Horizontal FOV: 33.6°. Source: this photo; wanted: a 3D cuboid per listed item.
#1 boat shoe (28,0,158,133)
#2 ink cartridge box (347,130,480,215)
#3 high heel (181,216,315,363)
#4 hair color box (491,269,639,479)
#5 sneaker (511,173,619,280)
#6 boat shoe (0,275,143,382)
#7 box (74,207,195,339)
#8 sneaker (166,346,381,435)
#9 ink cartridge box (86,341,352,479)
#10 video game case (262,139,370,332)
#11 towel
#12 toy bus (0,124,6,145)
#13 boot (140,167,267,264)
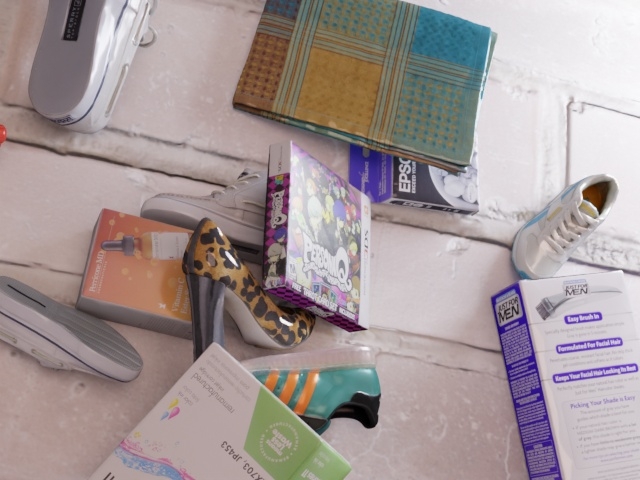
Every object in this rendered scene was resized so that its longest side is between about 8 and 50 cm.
[{"bbox_3d":[-0.293,-0.322,1.513,0.135,0.156,0.367,9,80,18],"label":"boat shoe"},{"bbox_3d":[0.147,-0.150,1.664,0.208,0.045,0.206,6,71,-16],"label":"ink cartridge box"},{"bbox_3d":[-0.083,0.056,1.428,0.261,0.093,0.186,-8,97,-56],"label":"high heel"},{"bbox_3d":[0.390,0.225,1.593,0.185,0.110,0.339,-4,76,-19],"label":"hair color box"},{"bbox_3d":[0.386,-0.024,1.681,0.087,0.092,0.229,43,66,-4],"label":"sneaker"},{"bbox_3d":[-0.341,0.131,1.388,0.226,0.083,0.076,32,110,2],"label":"boat shoe"},{"bbox_3d":[-0.233,0.048,1.439,0.170,0.091,0.130,14,69,-15],"label":"box"},{"bbox_3d":[-0.053,0.222,1.436,0.302,0.108,0.121,-6,73,-21],"label":"sneaker"},{"bbox_3d":[-0.162,0.325,1.257,0.207,0.119,0.353,37,81,32],"label":"ink cartridge box"},{"bbox_3d":[0.000,0.000,1.488,0.232,0.041,0.210,32,53,-53],"label":"video game case"},{"bbox_3d":[0.075,-0.266,1.644,0.370,0.040,0.271,16,67,0],"label":"towel"},{"bbox_3d":[-0.505,-0.161,1.348,0.211,0.220,0.149,3,74,-25],"label":"toy bus"},{"bbox_3d":[-0.126,-0.047,1.518,0.258,0.095,0.123,18,61,-22],"label":"boot"}]
